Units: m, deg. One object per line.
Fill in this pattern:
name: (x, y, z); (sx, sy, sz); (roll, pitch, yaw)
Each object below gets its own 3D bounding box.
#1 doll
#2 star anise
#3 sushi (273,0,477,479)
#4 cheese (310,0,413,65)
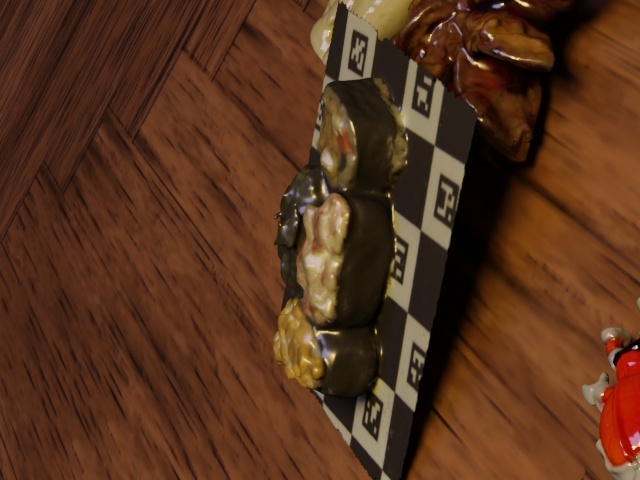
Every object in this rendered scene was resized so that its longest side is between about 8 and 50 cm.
doll: (0.133, 0.073, 0.680); (0.057, 0.039, 0.114); (-19, 39, 19)
star anise: (0.069, -0.086, 0.879); (0.234, 0.073, 0.177); (-63, 19, 21)
sushi: (0.000, 0.000, 0.868); (0.192, 0.050, 0.215); (-130, 46, -59)
cheese: (0.062, -0.177, 0.983); (0.194, 0.043, 0.065); (-50, 31, 26)
